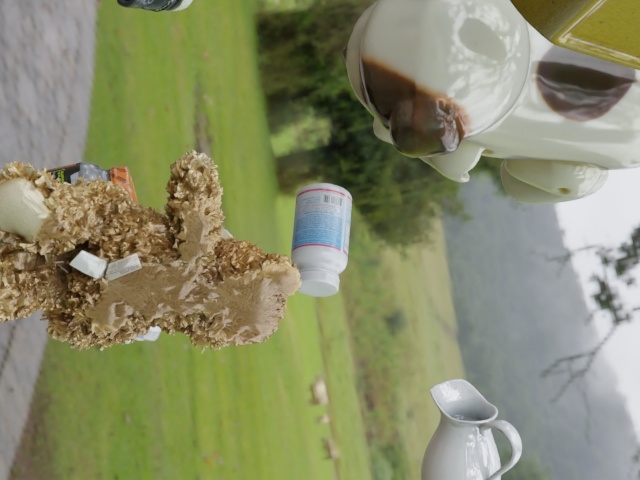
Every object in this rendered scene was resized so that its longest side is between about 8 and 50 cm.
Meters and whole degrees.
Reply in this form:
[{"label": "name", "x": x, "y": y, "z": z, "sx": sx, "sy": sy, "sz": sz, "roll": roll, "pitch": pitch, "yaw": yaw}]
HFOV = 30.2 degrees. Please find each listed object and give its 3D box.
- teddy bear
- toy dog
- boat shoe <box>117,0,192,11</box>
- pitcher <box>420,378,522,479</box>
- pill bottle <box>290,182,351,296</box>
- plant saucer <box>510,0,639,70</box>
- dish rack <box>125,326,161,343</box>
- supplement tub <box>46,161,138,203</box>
[{"label": "teddy bear", "x": -0.188, "y": 0.014, "z": 1.138, "sx": 0.113, "sy": 0.338, "sz": 0.245, "roll": -121, "pitch": -143, "yaw": -49}, {"label": "toy dog", "x": 0.210, "y": -0.178, "z": 1.362, "sx": 0.395, "sy": 0.408, "sz": 0.284, "roll": 26, "pitch": -76, "yaw": 50}, {"label": "boat shoe", "x": -0.215, "y": -0.449, "z": 1.488, "sx": 0.127, "sy": 0.113, "sz": 0.340, "roll": 33, "pitch": -54, "yaw": 31}, {"label": "pitcher", "x": 0.237, "y": 0.345, "z": 1.843, "sx": 0.178, "sy": 0.125, "sz": 0.207, "roll": 32, "pitch": -52, "yaw": 48}, {"label": "pill bottle", "x": 0.000, "y": 0.000, "z": 1.807, "sx": 0.087, "sy": 0.087, "sz": 0.160, "roll": 70, "pitch": 23, "yaw": -63}, {"label": "plant saucer", "x": 0.351, "y": -0.213, "z": 1.016, "sx": 0.333, "sy": 0.333, "sz": 0.081, "roll": 136, "pitch": -32, "yaw": -74}, {"label": "dish rack", "x": -0.369, "y": 0.033, "z": 1.655, "sx": 0.333, "sy": 0.072, "sz": 0.285, "roll": 27, "pitch": 9, "yaw": -24}, {"label": "supplement tub", "x": -0.467, "y": -0.023, "z": 2.024, "sx": 0.193, "sy": 0.316, "sz": 0.193, "roll": 167, "pitch": -90, "yaw": -86}]
